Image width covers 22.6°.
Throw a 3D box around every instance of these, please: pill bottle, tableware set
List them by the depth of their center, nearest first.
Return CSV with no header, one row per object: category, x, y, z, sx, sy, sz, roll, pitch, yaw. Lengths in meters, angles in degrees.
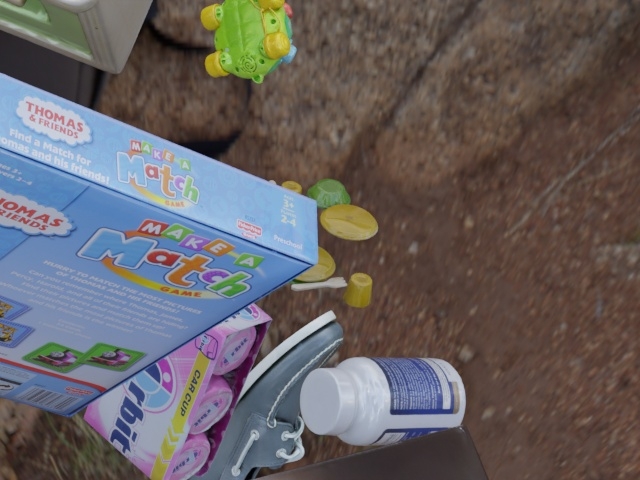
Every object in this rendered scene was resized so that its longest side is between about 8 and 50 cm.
pill bottle,0.046,0.122,1.214,0.120,0.067,0.067,4,67,-39
tableware set,0.000,0.000,1.285,0.104,0.024,0.154,-4,37,-21

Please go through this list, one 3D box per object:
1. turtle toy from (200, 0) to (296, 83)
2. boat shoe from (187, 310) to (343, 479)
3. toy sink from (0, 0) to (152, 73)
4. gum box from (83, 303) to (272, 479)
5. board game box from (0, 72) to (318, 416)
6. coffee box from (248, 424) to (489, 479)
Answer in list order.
turtle toy,-0.065,-0.217,1.588,0.095,0.066,0.130,-13,77,31
boat shoe,-0.055,0.206,1.739,0.099,0.116,0.319,45,118,13
toy sink,-0.156,-0.186,0.800,0.153,0.234,0.131,22,81,-1
gum box,-0.127,0.115,1.378,0.107,0.188,0.062,39,34,25
board game box,-0.128,0.013,0.725,0.160,0.211,0.039,21,55,-32
coffee box,-0.032,0.201,0.729,0.297,0.119,0.168,-7,69,-46
